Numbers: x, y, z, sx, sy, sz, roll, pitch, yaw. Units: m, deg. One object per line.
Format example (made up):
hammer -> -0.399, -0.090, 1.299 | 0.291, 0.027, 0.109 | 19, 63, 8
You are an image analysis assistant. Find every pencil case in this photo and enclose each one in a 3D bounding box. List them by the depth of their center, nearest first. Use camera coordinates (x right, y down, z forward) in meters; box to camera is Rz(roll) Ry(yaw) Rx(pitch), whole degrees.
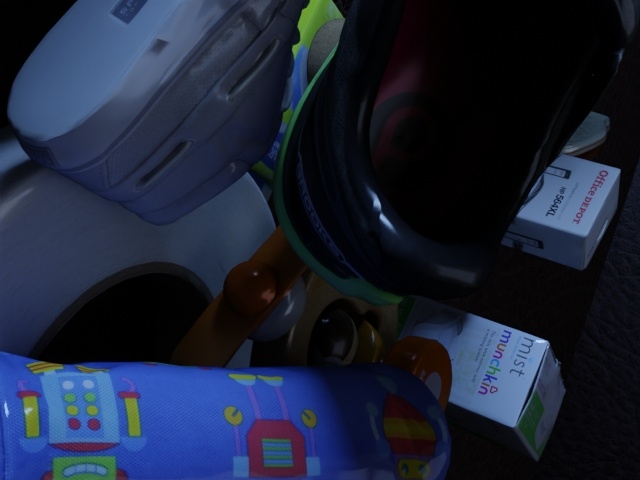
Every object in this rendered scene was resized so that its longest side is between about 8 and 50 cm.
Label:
pencil case -> -0.063, 0.128, 0.458 | 0.306, 0.133, 0.119 | 10, 76, -38

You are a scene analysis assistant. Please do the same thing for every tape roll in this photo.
tape roll -> -0.165, 0.102, 0.555 | 0.392, 0.072, 0.391 | -38, 139, -44

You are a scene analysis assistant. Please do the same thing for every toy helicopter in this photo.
toy helicopter -> 0.000, 0.000, 0.615 | 0.235, 0.140, 0.354 | 0, 97, -52

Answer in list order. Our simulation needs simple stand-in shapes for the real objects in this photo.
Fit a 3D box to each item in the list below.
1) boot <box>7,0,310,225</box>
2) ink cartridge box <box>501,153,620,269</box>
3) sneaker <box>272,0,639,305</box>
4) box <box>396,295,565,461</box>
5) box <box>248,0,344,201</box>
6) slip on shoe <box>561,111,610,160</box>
boot -> -0.047, -0.125, 0.434 | 0.258, 0.095, 0.123 | -46, 149, 0
ink cartridge box -> 0.330, -0.061, 1.176 | 0.148, 0.203, 0.086 | -54, 148, -29
sneaker -> 0.118, -0.182, 0.423 | 0.185, 0.202, 0.482 | 12, 99, -18
box -> 0.207, 0.190, 1.090 | 0.126, 0.231, 0.262 | -63, 152, -14
box -> -0.025, -0.120, 0.691 | 0.109, 0.042, 0.178 | 36, 75, -60
slip on shoe -> 0.461, -0.179, 1.431 | 0.331, 0.123, 0.101 | -25, 132, -59
